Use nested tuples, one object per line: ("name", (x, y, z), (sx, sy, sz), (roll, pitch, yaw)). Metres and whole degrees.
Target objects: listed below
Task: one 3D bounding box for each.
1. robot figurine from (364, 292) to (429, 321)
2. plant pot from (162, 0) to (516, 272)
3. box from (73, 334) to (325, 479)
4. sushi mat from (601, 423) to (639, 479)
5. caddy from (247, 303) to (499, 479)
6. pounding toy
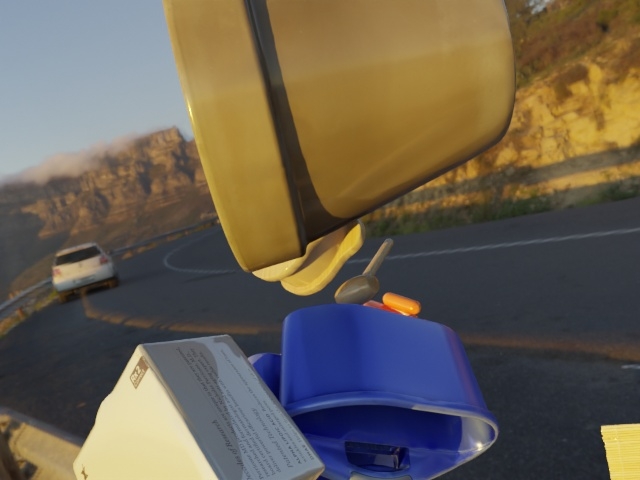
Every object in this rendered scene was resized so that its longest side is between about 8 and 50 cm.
("robot figurine", (0.139, 0.194, 1.158), (0.219, 0.158, 0.128), (19, -22, 17))
("plant pot", (0.022, -0.158, 0.589), (0.280, 0.323, 0.323), (-14, 5, -2))
("box", (-0.125, 0.218, 0.572), (0.119, 0.182, 0.181), (3, -54, -51))
("sushi mat", (0.674, 0.376, 1.037), (0.317, 0.151, 0.019), (-12, 19, 25))
("caddy", (0.056, 0.221, 0.733), (0.341, 0.179, 0.241), (16, -46, -28))
("pounding toy", (0.000, 0.000, 0.859), (0.154, 0.269, 0.155), (-34, -43, 28))
